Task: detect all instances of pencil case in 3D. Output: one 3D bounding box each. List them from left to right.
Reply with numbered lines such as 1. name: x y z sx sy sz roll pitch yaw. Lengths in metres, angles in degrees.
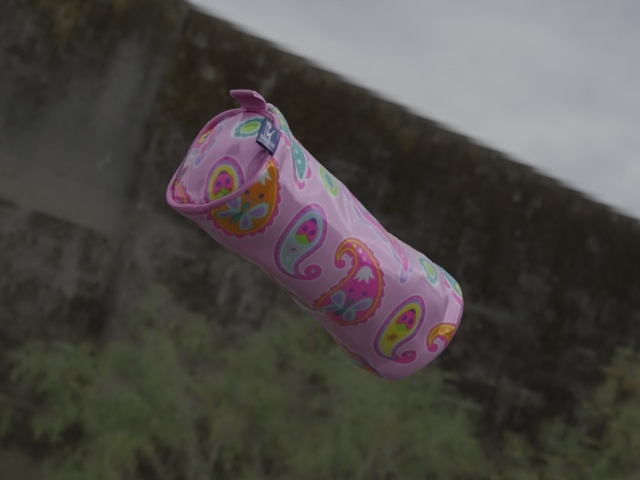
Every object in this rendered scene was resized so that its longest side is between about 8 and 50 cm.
1. pencil case: 0.000 0.000 1.504 0.124 0.124 0.284 8 -28 50
